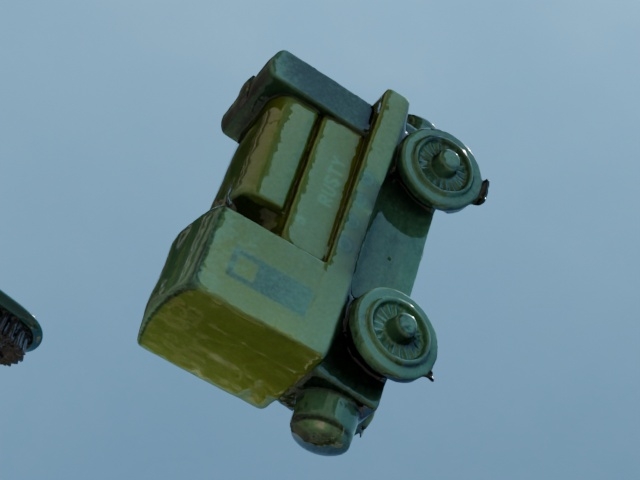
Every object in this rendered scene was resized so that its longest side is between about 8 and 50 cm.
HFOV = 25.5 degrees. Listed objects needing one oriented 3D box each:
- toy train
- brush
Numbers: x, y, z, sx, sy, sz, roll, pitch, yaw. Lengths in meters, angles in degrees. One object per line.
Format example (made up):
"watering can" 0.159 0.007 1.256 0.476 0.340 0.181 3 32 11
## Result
"toy train" 0.000 0.000 1.321 0.160 0.253 0.397 -46 -161 48
"brush" -0.249 0.013 0.844 0.043 0.193 0.032 -39 -160 37
